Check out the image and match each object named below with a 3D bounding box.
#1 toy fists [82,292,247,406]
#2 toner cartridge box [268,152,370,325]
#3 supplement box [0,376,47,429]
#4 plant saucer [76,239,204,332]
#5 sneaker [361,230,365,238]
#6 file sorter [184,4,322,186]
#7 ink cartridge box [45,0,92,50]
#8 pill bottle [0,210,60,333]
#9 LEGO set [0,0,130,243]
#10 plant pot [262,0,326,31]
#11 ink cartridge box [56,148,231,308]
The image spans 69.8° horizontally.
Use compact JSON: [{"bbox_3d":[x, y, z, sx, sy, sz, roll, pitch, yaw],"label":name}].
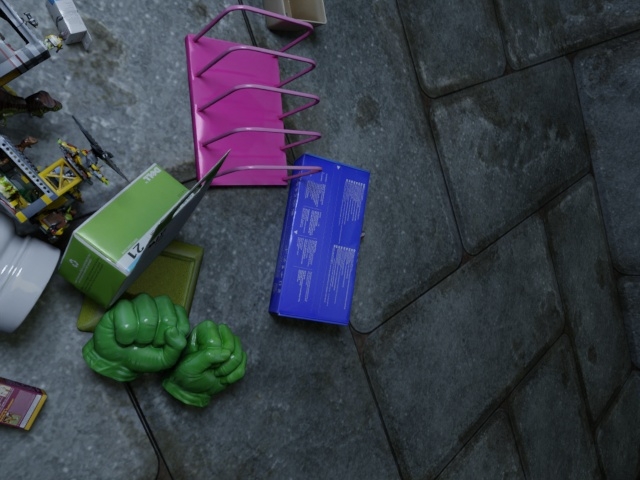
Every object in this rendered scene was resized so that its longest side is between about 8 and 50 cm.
[{"bbox_3d":[-0.244,0.188,0.780,0.279,0.096,0.142,37,92,-37],"label":"toy fists"},{"bbox_3d":[0.000,0.000,1.007,0.165,0.075,0.348,13,80,-22],"label":"toner cartridge box"},{"bbox_3d":[-0.465,0.241,0.684,0.083,0.043,0.055,35,68,-32],"label":"supplement box"},{"bbox_3d":[-0.304,0.081,0.813,0.188,0.045,0.188,18,78,-36],"label":"plant saucer"},{"bbox_3d":[0.065,0.022,1.099,0.118,0.042,0.067,-22,98,-28],"label":"sneaker"},{"bbox_3d":[-0.118,-0.260,0.882,0.202,0.182,0.291,-6,92,-38],"label":"file sorter"},{"bbox_3d":[-0.409,-0.354,0.746,0.028,0.048,0.083,-33,107,-33],"label":"ink cartridge box"},{"bbox_3d":[-0.509,0.006,0.587,0.283,0.160,0.160,33,69,-31],"label":"pill bottle"},{"bbox_3d":[-0.398,-0.183,0.622,0.192,0.255,0.331,-40,105,-14],"label":"LEGO set"},{"bbox_3d":[-0.066,-0.506,0.985,0.109,0.096,0.109,-14,96,-37],"label":"plant pot"},{"bbox_3d":[-0.257,-0.040,0.668,0.097,0.255,0.189,39,44,-10],"label":"ink cartridge box"}]
